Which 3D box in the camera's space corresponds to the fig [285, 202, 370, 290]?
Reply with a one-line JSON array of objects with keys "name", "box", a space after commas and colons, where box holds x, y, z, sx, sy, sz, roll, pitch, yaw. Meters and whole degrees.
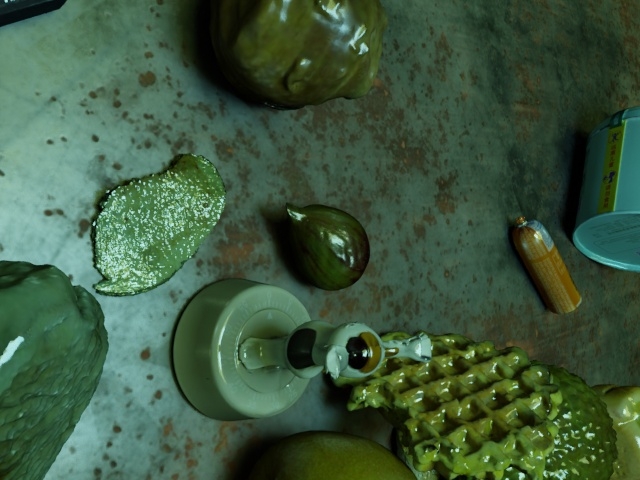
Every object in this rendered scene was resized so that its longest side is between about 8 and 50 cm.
[{"name": "fig", "box": [0.000, 0.000, 0.853, 0.154, 0.103, 0.109, 35, 40, -43]}]

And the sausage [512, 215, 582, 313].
[{"name": "sausage", "box": [0.448, 0.043, 1.276, 0.071, 0.071, 0.234, -51, 118, -34]}]

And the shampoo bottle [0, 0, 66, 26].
[{"name": "shampoo bottle", "box": [-0.332, -0.254, 0.607, 0.309, 0.071, 0.098, -40, 108, -40]}]

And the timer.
[{"name": "timer", "box": [-0.022, 0.123, 0.705, 0.175, 0.265, 0.176, 7, 79, -42]}]

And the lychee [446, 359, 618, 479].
[{"name": "lychee", "box": [0.326, 0.320, 1.002, 0.320, 0.269, 0.270, -18, 97, -59]}]

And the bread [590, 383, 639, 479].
[{"name": "bread", "box": [0.576, 0.426, 1.225, 0.211, 0.270, 0.316, 5, 75, -56]}]

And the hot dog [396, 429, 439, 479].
[{"name": "hot dog", "box": [0.151, 0.351, 0.971, 0.078, 0.061, 0.169, 10, 78, -42]}]

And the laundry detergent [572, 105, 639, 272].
[{"name": "laundry detergent", "box": [0.724, -0.124, 1.405, 0.287, 0.287, 0.306, 33, 64, -35]}]

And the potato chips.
[{"name": "potato chips", "box": [-0.190, -0.024, 0.737, 0.142, 0.026, 0.209, 35, 64, -37]}]

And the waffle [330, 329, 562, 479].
[{"name": "waffle", "box": [0.175, 0.212, 0.863, 0.281, 0.300, 0.058, -28, 127, -47]}]

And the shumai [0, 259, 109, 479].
[{"name": "shumai", "box": [-0.352, 0.117, 0.496, 0.263, 0.304, 0.309, 34, 59, 5]}]

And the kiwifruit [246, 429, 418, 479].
[{"name": "kiwifruit", "box": [0.022, 0.331, 0.770, 0.234, 0.195, 0.196, 31, 65, -39]}]

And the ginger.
[{"name": "ginger", "box": [-0.030, -0.297, 0.791, 0.200, 0.222, 0.270, 18, 75, -36]}]
